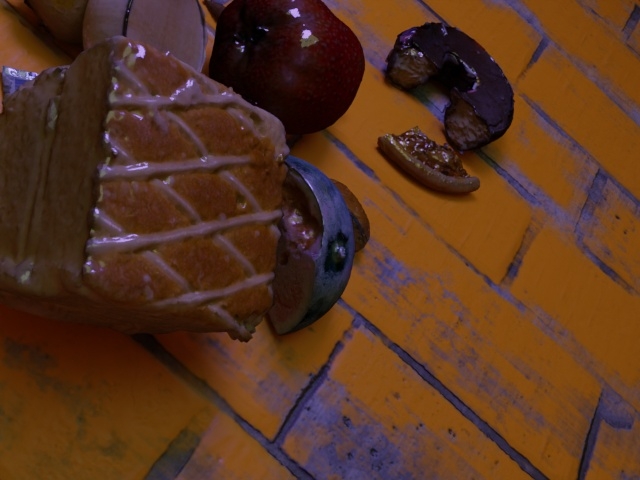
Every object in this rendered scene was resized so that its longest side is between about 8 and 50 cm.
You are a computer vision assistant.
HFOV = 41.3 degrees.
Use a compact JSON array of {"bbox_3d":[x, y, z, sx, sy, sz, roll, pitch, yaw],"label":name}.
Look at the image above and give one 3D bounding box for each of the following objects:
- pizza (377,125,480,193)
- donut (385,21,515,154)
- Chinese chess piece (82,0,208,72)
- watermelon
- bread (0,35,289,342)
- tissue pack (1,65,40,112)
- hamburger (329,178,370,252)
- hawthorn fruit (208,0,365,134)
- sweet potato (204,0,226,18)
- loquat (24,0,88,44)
[{"bbox_3d":[0.249,-0.181,1.927,0.271,0.056,0.134,33,56,-13],"label":"pizza"},{"bbox_3d":[0.323,-0.385,2.064,0.345,0.136,0.259,45,44,-1],"label":"donut"},{"bbox_3d":[-0.315,-0.369,1.544,0.104,0.257,0.257,10,39,27],"label":"Chinese chess piece"},{"bbox_3d":[0.004,0.001,1.507,0.188,0.175,0.322,-9,101,-41],"label":"watermelon"},{"bbox_3d":[-0.262,-0.052,1.246,0.390,0.279,0.371,19,73,-50],"label":"bread"},{"bbox_3d":[-0.488,-0.214,1.465,0.122,0.026,0.193,9,56,-29],"label":"tissue pack"},{"bbox_3d":[0.039,-0.070,1.686,0.176,0.087,0.102,39,48,-3],"label":"hamburger"},{"bbox_3d":[-0.042,-0.350,1.708,0.369,0.284,0.285,6,57,-45],"label":"hawthorn fruit"},{"bbox_3d":[-0.162,-0.458,1.829,0.226,0.068,0.068,47,46,5],"label":"sweet potato"},{"bbox_3d":[-0.458,-0.445,1.559,0.204,0.149,0.172,10,59,-19],"label":"loquat"}]
